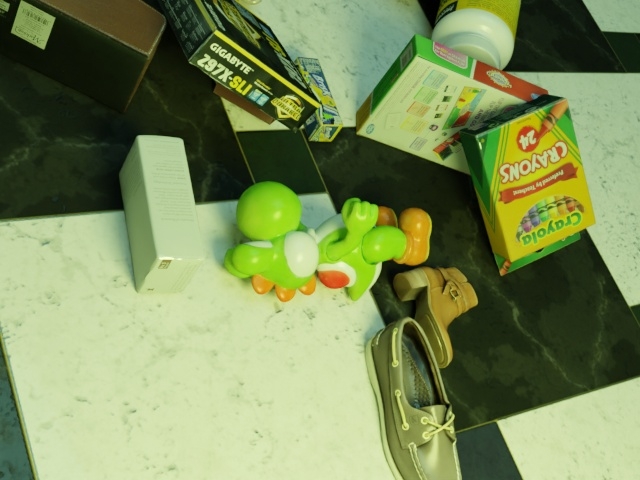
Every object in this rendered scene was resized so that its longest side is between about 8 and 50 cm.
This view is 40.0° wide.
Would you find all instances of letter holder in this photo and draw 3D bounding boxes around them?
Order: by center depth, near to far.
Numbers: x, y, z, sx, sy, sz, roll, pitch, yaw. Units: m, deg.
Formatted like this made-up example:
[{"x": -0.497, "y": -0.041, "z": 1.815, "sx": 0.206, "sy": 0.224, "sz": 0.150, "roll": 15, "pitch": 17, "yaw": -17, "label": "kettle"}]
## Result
[{"x": -0.424, "y": -0.400, "z": 1.522, "sx": 0.301, "sy": 0.152, "sz": 0.214, "roll": 26, "pitch": 48, "yaw": -14, "label": "letter holder"}]

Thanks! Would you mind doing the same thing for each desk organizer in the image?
[{"x": -0.134, "y": -0.278, "z": 1.676, "sx": 0.130, "sy": 0.050, "sz": 0.047, "roll": 30, "pitch": 28, "yaw": 2, "label": "desk organizer"}]

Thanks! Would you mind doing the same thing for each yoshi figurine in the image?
[{"x": 0.002, "y": -0.027, "z": 1.512, "sx": 0.362, "sy": 0.204, "sz": 0.203, "roll": -6, "pitch": 47, "yaw": -31, "label": "yoshi figurine"}]

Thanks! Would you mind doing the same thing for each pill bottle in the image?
[{"x": 0.358, "y": -0.492, "z": 2.029, "sx": 0.188, "sy": 0.188, "sz": 0.334, "roll": 28, "pitch": 49, "yaw": -12, "label": "pill bottle"}]

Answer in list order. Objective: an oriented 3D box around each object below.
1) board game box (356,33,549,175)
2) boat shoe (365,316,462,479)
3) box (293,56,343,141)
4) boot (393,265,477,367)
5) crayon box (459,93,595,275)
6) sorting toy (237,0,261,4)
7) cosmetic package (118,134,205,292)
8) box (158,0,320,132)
[{"x": 0.266, "y": -0.260, "z": 1.781, "sx": 0.316, "sy": 0.242, "sz": 0.064, "roll": 18, "pitch": 50, "yaw": -21, "label": "board game box"}, {"x": 0.164, "y": 0.285, "z": 1.445, "sx": 0.116, "sy": 0.097, "sz": 0.324, "roll": 2, "pitch": 59, "yaw": -30, "label": "boat shoe"}, {"x": -0.013, "y": -0.280, "z": 1.747, "sx": 0.054, "sy": 0.059, "sz": 0.169, "roll": -3, "pitch": 61, "yaw": -31, "label": "box"}, {"x": 0.233, "y": 0.131, "z": 1.611, "sx": 0.152, "sy": 0.073, "sz": 0.197, "roll": -5, "pitch": 65, "yaw": -38, "label": "boot"}, {"x": 0.413, "y": -0.099, "z": 1.714, "sx": 0.202, "sy": 0.081, "sz": 0.319, "roll": -24, "pitch": 110, "yaw": -11, "label": "crayon box"}, {"x": -0.218, "y": -0.531, "z": 1.769, "sx": 0.208, "sy": 0.038, "sz": 0.193, "roll": 22, "pitch": 21, "yaw": -14, "label": "sorting toy"}, {"x": -0.256, "y": -0.043, "z": 1.402, "sx": 0.085, "sy": 0.117, "sz": 0.231, "roll": 0, "pitch": 61, "yaw": -30, "label": "cosmetic package"}, {"x": -0.157, "y": -0.357, "z": 1.575, "sx": 0.257, "sy": 0.079, "sz": 0.322, "roll": 32, "pitch": 20, "yaw": -41, "label": "box"}]
